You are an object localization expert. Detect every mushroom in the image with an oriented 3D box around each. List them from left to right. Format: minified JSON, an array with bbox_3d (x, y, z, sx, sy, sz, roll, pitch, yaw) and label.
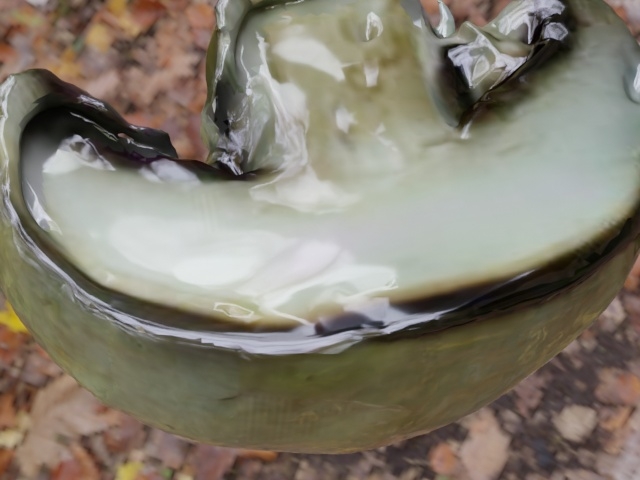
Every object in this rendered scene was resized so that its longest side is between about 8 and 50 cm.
[{"bbox_3d":[0.006,0.005,0.718,0.267,0.164,0.189,-23,60,-21],"label":"mushroom"}]
